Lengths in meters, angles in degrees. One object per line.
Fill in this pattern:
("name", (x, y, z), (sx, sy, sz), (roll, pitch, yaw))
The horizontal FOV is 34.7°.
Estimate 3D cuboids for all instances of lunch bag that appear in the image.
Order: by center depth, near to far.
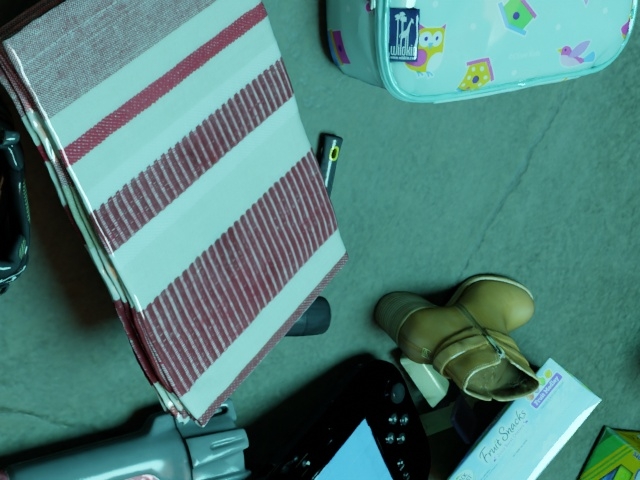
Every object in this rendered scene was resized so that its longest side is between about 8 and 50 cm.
("lunch bag", (0.137, -0.237, 0.841), (0.279, 0.108, 0.224), (-12, 119, -27))

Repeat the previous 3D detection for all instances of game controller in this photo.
("game controller", (0.001, 0.257, 0.949), (0.319, 0.067, 0.166), (-44, 114, -38))

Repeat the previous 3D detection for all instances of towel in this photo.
("towel", (-0.091, -0.055, 0.767), (0.237, 0.037, 0.329), (-46, 129, -39))

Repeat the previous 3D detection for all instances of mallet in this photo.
("mallet", (0.000, 0.000, 0.923), (0.062, 0.039, 0.189), (11, 103, -34))

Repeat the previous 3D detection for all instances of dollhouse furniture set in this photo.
("dollhouse furniture set", (0.104, 0.155, 1.079), (0.081, 0.091, 0.114), (-25, 108, 30))

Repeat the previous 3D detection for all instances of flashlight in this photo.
("flashlight", (-0.207, 0.225, 0.864), (0.304, 0.103, 0.103), (-9, 144, -29))

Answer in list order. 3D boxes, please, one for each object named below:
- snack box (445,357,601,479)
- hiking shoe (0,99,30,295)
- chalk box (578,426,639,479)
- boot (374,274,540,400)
("snack box", (0.203, 0.212, 1.063), (0.174, 0.070, 0.207), (-50, 167, -2))
("hiking shoe", (-0.255, 0.014, 0.718), (0.086, 0.114, 0.226), (2, 111, -30))
("chalk box", (0.409, 0.406, 1.284), (0.180, 0.179, 0.288), (12, 106, -35))
("boot", (0.166, 0.099, 0.997), (0.197, 0.152, 0.072), (-6, 115, -30))
